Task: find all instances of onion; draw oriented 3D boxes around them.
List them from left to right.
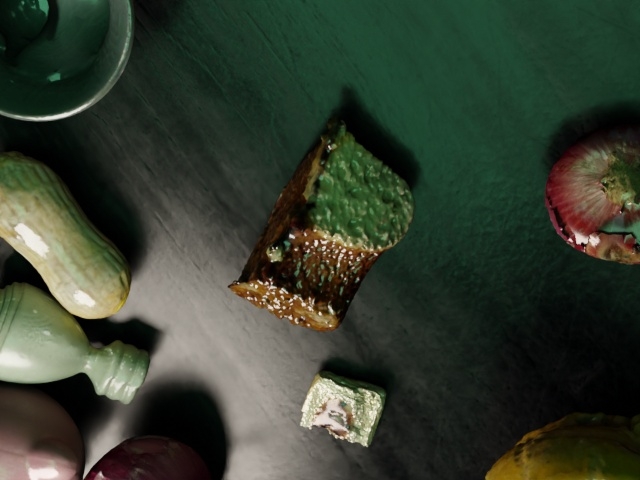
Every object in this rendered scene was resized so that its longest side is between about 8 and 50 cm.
[{"bbox_3d":[-0.188,0.296,1.602,0.177,0.177,0.153,-52,58,20],"label":"onion"},{"bbox_3d":[0.298,-0.033,1.466,0.150,0.140,0.150,-5,66,13],"label":"onion"}]

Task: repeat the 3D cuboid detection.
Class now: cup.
[{"bbox_3d":[-0.257,-0.228,1.426,0.199,0.150,0.199,2,111,6],"label":"cup"}]

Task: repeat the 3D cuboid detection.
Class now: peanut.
[{"bbox_3d":[-0.273,-0.006,1.547,0.087,0.087,0.207,-36,102,18],"label":"peanut"}]

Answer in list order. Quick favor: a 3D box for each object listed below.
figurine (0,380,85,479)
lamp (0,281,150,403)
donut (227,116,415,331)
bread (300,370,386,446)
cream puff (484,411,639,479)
[{"bbox_3d":[-0.334,0.233,1.601,0.173,0.173,0.173,2,111,6],"label":"figurine"},{"bbox_3d":[-0.278,0.115,1.590,0.193,0.106,0.106,23,112,-12],"label":"lamp"},{"bbox_3d":[0.004,-0.009,1.503,0.126,0.144,0.187,31,81,-11],"label":"donut"},{"bbox_3d":[0.025,0.178,1.606,0.083,0.035,0.070,21,110,2],"label":"bread"},{"bbox_3d":[0.279,0.313,1.520,0.327,0.231,0.343,-22,113,19],"label":"cream puff"}]
